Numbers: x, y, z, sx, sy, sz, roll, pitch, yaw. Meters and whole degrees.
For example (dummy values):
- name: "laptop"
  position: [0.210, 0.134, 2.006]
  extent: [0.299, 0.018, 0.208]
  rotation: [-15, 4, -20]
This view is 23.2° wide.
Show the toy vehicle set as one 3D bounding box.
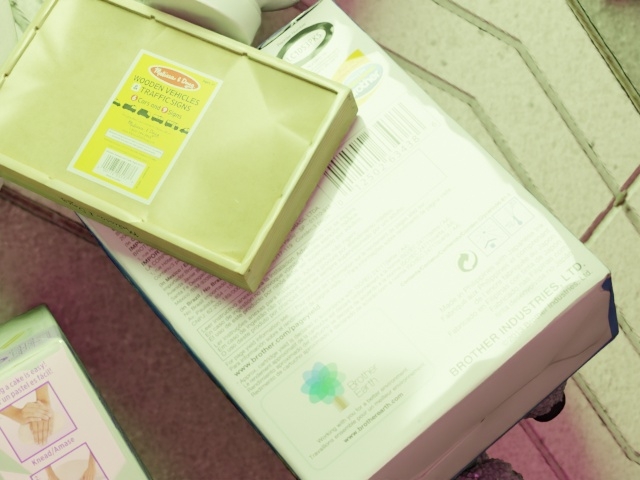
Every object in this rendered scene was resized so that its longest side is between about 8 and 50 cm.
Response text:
- name: "toy vehicle set"
  position: [-0.126, -0.086, 1.176]
  extent: [0.267, 0.035, 0.166]
  rotation: [24, 73, 20]

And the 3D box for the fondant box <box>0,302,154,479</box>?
- name: "fondant box"
  position: [-0.165, 0.222, 1.222]
  extent: [0.096, 0.238, 0.330]
  rotation: [-32, 101, -9]

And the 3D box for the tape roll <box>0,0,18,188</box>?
- name: "tape roll"
  position: [-0.397, -0.101, 1.129]
  extent: [0.392, 0.072, 0.392]
  rotation: [-19, 117, -41]

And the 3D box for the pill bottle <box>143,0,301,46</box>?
- name: "pill bottle"
  position: [-0.047, -0.285, 1.238]
  extent: [0.146, 0.146, 0.264]
  rotation: [26, 75, -14]

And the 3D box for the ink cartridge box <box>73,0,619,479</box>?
- name: "ink cartridge box"
  position: [0.000, 0.000, 1.212]
  extent: [0.270, 0.151, 0.395]
  rotation: [-39, 66, -7]

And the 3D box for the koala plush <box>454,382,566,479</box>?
- name: "koala plush"
  position: [0.131, 0.110, 1.315]
  extent: [0.221, 0.196, 0.203]
  rotation: [-41, 92, -4]
